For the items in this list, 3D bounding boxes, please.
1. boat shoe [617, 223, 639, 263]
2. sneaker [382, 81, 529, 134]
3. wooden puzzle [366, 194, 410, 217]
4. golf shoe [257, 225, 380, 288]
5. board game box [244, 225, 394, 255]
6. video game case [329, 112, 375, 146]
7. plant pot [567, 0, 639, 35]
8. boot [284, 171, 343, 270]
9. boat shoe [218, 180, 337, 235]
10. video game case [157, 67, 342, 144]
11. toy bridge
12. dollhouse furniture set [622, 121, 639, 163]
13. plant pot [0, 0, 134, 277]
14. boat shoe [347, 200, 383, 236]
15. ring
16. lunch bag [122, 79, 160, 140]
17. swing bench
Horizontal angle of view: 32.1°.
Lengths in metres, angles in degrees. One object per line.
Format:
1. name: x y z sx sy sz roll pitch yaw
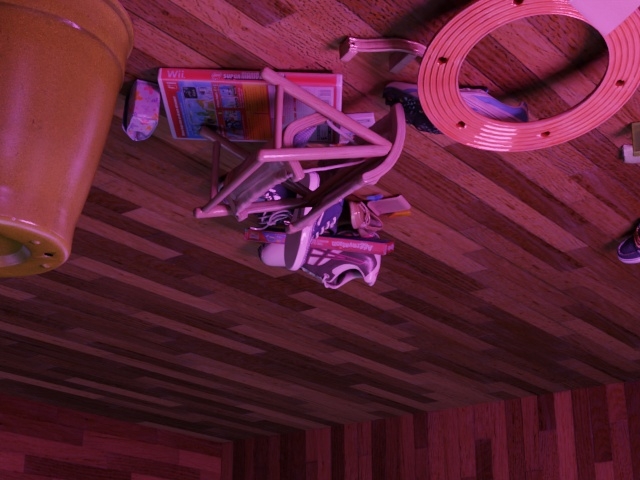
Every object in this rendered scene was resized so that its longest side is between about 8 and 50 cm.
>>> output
1. boat shoe: 0.675 -0.011 2.309 0.083 0.065 0.183 19 147 -35
2. sneaker: 0.215 -0.212 1.767 0.237 0.086 0.085 16 158 -1
3. wooden puzzle: 0.136 -0.071 2.211 0.078 0.014 0.116 -10 158 13
4. golf shoe: -0.006 0.040 2.356 0.272 0.120 0.105 -5 160 16
5. board game box: 0.000 0.000 2.238 0.281 0.027 0.145 6 -178 11
6. video game case: 0.054 -0.186 1.911 0.087 0.011 0.122 -3 158 7
7. plant pot: 0.360 -0.342 1.388 0.096 0.109 0.109 -30 146 29
8. boot: -0.007 -0.032 2.085 0.086 0.190 0.069 10 -172 -29
9. boat shoe: -0.079 -0.062 2.139 0.254 0.079 0.095 13 155 -31
10. video game case: -0.109 -0.215 1.798 0.285 0.025 0.204 2 158 0
11. toy bridge: 0.124 -0.274 1.660 0.188 0.026 0.063 10 156 -25
12. dollhouse furniture set: 0.568 -0.150 1.940 0.076 0.059 0.152 -5 158 14
13. plant pot: -0.452 -0.146 1.537 0.366 0.353 0.366 0 160 0
14. boat shoe: 0.089 -0.046 2.222 0.048 0.056 0.153 -12 160 11
15. ring: 0.306 -0.252 1.608 0.336 0.032 0.337 -3 143 -2
16. lunch bag: -0.288 -0.206 1.774 0.053 0.071 0.083 9 158 -18
17. swing bench: -0.035 -0.125 1.761 0.254 0.165 0.253 13 155 -25
